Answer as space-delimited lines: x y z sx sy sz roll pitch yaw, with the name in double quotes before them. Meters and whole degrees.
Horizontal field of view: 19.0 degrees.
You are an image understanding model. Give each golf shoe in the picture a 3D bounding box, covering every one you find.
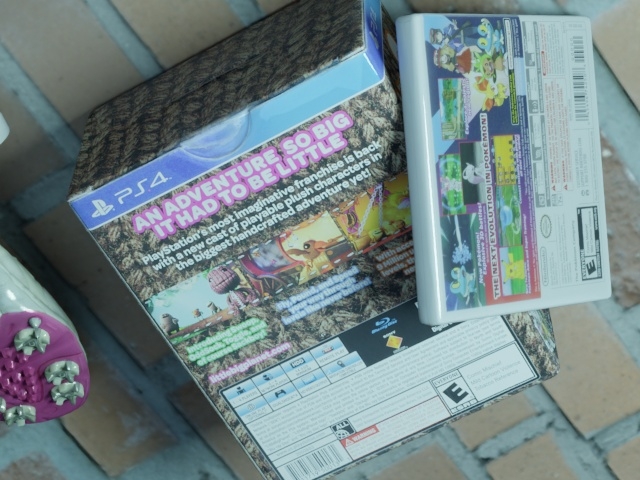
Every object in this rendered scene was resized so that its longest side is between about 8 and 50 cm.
"golf shoe" -0.259 0.023 1.406 0.115 0.140 0.306 -21 140 9

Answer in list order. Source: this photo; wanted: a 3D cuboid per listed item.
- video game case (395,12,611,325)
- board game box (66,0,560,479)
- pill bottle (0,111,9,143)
"video game case" 0.126 -0.052 1.290 0.023 0.183 0.201 -3 92 46
"board game box" 0.000 0.000 1.365 0.232 0.141 0.291 -26 116 14
"pill bottle" -0.269 -0.115 1.346 0.067 0.067 0.120 -22 117 12
